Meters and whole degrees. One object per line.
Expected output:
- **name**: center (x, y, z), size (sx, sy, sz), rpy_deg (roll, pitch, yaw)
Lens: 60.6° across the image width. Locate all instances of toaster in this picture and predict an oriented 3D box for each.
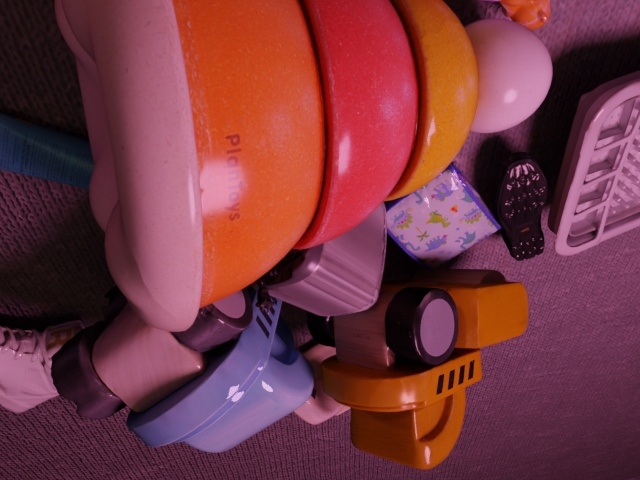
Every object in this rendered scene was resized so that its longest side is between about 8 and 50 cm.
- **toaster**: center (0.000, 0.000, 0.685), size (0.129, 0.227, 0.146), rpy_deg (-18, 145, 38)

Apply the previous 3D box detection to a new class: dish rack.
- **dish rack**: center (0.469, -0.138, 0.776), size (0.332, 0.072, 0.286), rpy_deg (-20, 135, -11)

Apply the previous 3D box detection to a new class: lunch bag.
- **lunch bag**: center (0.162, -0.040, 0.782), size (0.128, 0.096, 0.151), rpy_deg (-37, 142, 19)

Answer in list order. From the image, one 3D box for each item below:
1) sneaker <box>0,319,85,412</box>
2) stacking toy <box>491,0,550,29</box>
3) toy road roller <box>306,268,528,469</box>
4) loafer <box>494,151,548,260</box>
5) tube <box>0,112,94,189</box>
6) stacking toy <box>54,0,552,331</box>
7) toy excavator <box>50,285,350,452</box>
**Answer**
- **sneaker**: center (-0.426, 0.139, 0.770), size (0.169, 0.108, 0.293), rpy_deg (-20, 145, 0)
- **stacking toy**: center (0.159, -0.291, 0.518), size (0.165, 0.175, 0.301), rpy_deg (-40, 143, 24)
- **toy road roller**: center (0.145, 0.173, 0.798), size (0.329, 0.241, 0.202), rpy_deg (-6, -177, -43)
- **loafer**: center (0.293, -0.055, 0.820), size (0.076, 0.078, 0.223), rpy_deg (-19, 140, 10)
- **tube**: center (-0.293, -0.092, 0.624), size (0.206, 0.052, 0.080), rpy_deg (15, 122, -22)
- **stacking toy**: center (0.025, -0.130, 0.524), size (0.479, 0.351, 0.351), rpy_deg (-10, 136, -23)
- **toy excavator**: center (-0.087, 0.186, 0.806), size (0.222, 0.433, 0.445), rpy_deg (-33, 106, 15)
